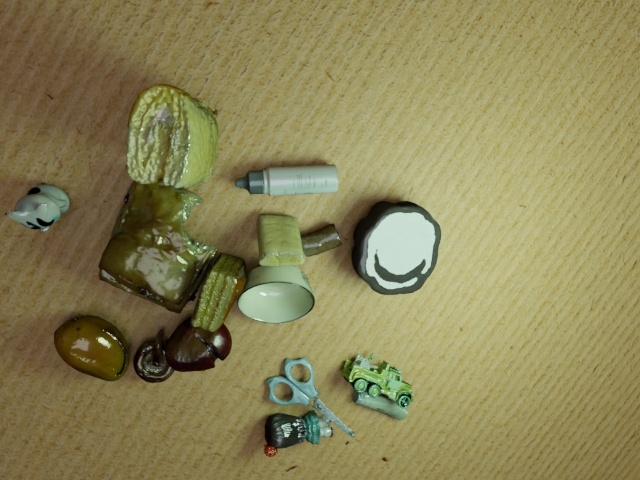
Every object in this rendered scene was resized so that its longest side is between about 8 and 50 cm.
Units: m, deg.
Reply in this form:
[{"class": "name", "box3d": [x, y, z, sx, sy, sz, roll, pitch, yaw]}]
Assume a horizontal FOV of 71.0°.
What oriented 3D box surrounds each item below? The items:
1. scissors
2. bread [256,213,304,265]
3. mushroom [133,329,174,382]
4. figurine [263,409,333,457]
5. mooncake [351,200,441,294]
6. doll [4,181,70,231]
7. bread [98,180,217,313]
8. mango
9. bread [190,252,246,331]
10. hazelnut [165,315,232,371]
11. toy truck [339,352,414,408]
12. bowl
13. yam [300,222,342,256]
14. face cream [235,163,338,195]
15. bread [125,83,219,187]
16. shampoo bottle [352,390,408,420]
[{"class": "scissors", "box3d": [-0.017, 0.564, 1.559, 0.360, 0.029, 0.191, 41, 92, -2]}, {"class": "bread", "box3d": [-0.125, -0.005, 1.370, 0.139, 0.178, 0.060, -2, 136, -13]}, {"class": "mushroom", "box3d": [-0.524, 0.368, 1.436, 0.135, 0.080, 0.171, 11, 101, -25]}, {"class": "figurine", "box3d": [-0.079, 0.671, 1.571, 0.245, 0.138, 0.110, 1, 148, -15]}, {"class": "mooncake", "box3d": [0.240, 0.020, 1.455, 0.305, 0.154, 0.307, -2, 105, -9]}, {"class": "doll", "box3d": [-0.766, -0.090, 1.234, 0.110, 0.181, 0.107, -24, 120, -5]}, {"class": "bread", "box3d": [-0.461, 0.021, 1.306, 0.314, 0.191, 0.370, 27, 96, -15]}, {"class": "mango", "box3d": [-0.685, 0.331, 1.368, 0.166, 0.136, 0.236, -31, 112, -5]}, {"class": "bread", "box3d": [-0.296, 0.149, 1.341, 0.110, 0.234, 0.184, 21, 100, -9]}, {"class": "hazelnut", "box3d": [-0.386, 0.330, 1.413, 0.204, 0.178, 0.178, -36, 108, -21]}, {"class": "toy truck", "box3d": [0.213, 0.485, 1.583, 0.259, 0.128, 0.135, 29, 83, -15]}, {"class": "bowl", "box3d": [-0.139, 0.148, 1.403, 0.237, 0.127, 0.238, -4, 142, -3]}, {"class": "yam", "box3d": [0.000, 0.000, 1.446, 0.127, 0.084, 0.084, -20, 106, -1]}, {"class": "face cream", "box3d": [-0.104, -0.182, 1.373, 0.311, 0.092, 0.093, -4, 104, -11]}, {"class": "bread", "box3d": [-0.359, -0.264, 1.160, 0.164, 0.375, 0.237, 9, 98, -4]}, {"class": "shampoo bottle", "box3d": [0.219, 0.601, 1.643, 0.212, 0.049, 0.072, 24, 130, -14]}]
